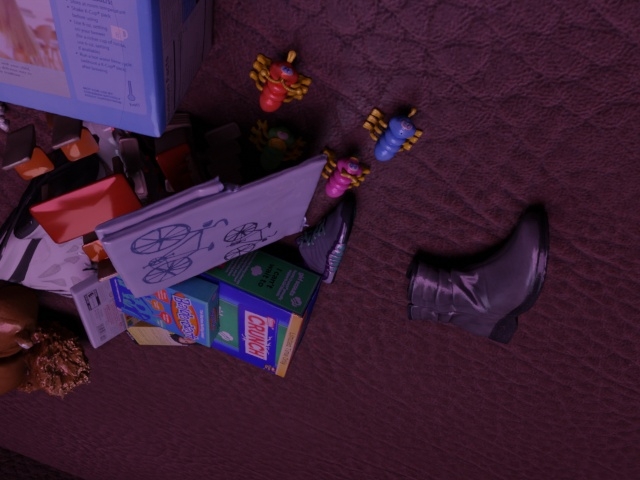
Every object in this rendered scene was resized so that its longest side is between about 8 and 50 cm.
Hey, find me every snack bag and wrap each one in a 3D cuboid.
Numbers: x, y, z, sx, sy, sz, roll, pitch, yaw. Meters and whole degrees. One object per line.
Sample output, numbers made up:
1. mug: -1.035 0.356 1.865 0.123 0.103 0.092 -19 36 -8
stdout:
1. snack bag: -0.157 -0.021 0.902 0.342 0.037 0.323 -23 166 -16

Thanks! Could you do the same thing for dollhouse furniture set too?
1. dollhouse furniture set: -0.308 -0.069 0.884 0.259 0.135 0.262 -22 134 -1

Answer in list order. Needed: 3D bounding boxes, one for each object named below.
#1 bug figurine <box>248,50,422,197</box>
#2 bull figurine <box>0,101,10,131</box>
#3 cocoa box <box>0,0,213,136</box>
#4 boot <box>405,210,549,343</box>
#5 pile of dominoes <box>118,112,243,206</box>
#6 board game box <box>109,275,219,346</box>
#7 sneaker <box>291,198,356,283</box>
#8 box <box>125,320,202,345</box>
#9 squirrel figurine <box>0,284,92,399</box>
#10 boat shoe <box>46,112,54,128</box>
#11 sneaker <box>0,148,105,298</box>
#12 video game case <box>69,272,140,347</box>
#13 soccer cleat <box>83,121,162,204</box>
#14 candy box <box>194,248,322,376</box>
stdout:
1. bug figurine: 0.006 -0.162 0.885 0.279 0.072 0.216 21 138 -10
2. bull figurine: -0.659 -0.182 0.976 0.188 0.101 0.310 9 155 -38
3. cocoa box: -0.323 -0.310 0.684 0.347 0.228 0.231 13 139 0
4. boot: 0.271 0.068 1.050 0.223 0.118 0.338 13 135 8
5. pile of dominoes: -0.234 -0.104 1.008 0.196 0.040 0.251 -7 133 -12
6. board game box: -0.298 0.111 1.097 0.210 0.047 0.160 19 139 8
7. sneaker: 0.000 0.000 1.063 0.098 0.083 0.223 18 140 2
8. box: -0.366 0.215 1.413 0.232 0.058 0.087 -2 137 18
9. squirrel figurine: -0.774 0.249 1.453 0.397 0.281 0.370 26 129 -36
10. boat shoe: -0.365 -0.232 0.903 0.207 0.073 0.073 -23 168 41
11. sneaker: -0.468 -0.013 1.146 0.257 0.169 0.447 25 140 -34
12. video game case: -0.409 0.114 1.213 0.026 0.206 0.227 43 148 22
13. soccer cleat: -0.345 -0.141 1.009 0.076 0.068 0.196 0 131 24
14. candy box: -0.179 0.124 1.179 0.317 0.122 0.268 21 141 4
